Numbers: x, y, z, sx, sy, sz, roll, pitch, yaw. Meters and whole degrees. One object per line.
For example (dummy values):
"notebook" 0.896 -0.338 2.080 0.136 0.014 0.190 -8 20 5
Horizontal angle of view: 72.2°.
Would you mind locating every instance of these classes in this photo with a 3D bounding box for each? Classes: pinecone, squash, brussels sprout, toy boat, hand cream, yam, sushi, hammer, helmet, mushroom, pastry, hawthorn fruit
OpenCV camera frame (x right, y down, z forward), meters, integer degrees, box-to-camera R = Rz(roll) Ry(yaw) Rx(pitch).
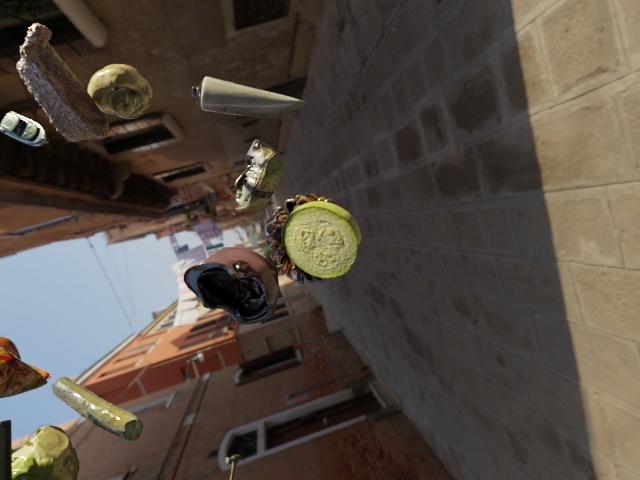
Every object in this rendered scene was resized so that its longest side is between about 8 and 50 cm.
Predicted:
"pinecone" -0.062 0.011 1.909 0.398 0.398 0.397 163 90 -83
"squash" 0.000 0.000 1.365 0.049 0.252 0.251 -55 -44 -56
"brussels sprout" -1.005 0.837 1.534 0.315 0.371 0.276 43 -168 -9
"toy boat" -0.658 -0.245 0.982 0.141 0.055 0.060 24 172 20
"hand cream" -0.122 -0.235 0.742 0.087 0.186 0.054 153 124 -78
"yam" -0.717 0.533 1.395 0.083 0.372 0.083 -39 -44 -52
"sushi" -0.204 -0.176 1.441 0.109 0.272 0.134 38 -165 32
"hammer" -0.270 0.740 1.348 0.017 0.062 0.181 20 104 47
"helmet" -0.289 0.134 1.552 0.271 0.338 0.197 -42 19 41
"mushroom" -0.493 -0.366 1.087 0.148 0.148 0.112 93 152 -70
"pastry" -0.592 -0.341 0.990 0.102 0.112 0.264 -85 -17 -54
"hawthorn fruit" -1.158 0.425 1.552 0.173 0.173 0.172 163 90 -83

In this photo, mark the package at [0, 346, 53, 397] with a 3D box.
"package" -0.874 0.341 1.126 0.108 0.224 0.288 -69 -20 -3

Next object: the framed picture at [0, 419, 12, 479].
"framed picture" -0.896 0.553 1.074 0.010 0.232 0.172 -23 71 57
